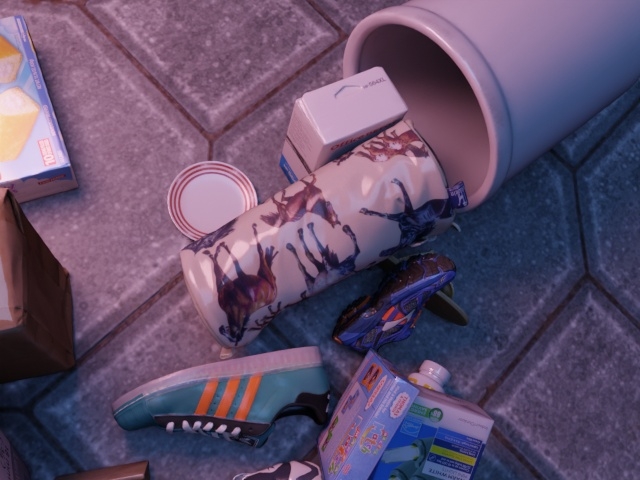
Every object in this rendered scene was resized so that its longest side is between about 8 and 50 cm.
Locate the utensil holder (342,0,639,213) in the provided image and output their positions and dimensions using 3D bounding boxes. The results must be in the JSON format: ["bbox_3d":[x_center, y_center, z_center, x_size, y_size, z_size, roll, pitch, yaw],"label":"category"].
[{"bbox_3d":[0.286,-0.275,1.010,0.386,0.327,0.327,-32,82,-21],"label":"utensil holder"}]

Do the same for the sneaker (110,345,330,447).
[{"bbox_3d":[-0.128,0.234,0.873,0.302,0.108,0.121,-10,71,-16],"label":"sneaker"}]

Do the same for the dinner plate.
[{"bbox_3d":[-0.171,-0.060,1.004,0.141,0.017,0.141,3,73,-11],"label":"dinner plate"}]

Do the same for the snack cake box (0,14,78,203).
[{"bbox_3d":[-0.478,-0.189,0.939,0.152,0.089,0.264,-18,77,-18],"label":"snack cake box"}]

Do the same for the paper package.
[{"bbox_3d":[-0.485,0.083,0.734,0.325,0.309,0.168,-9,72,-14],"label":"paper package"}]

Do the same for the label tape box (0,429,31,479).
[{"bbox_3d":[-0.469,0.321,0.713,0.241,0.333,0.106,-20,43,-17],"label":"label tape box"}]

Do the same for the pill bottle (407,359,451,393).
[{"bbox_3d":[0.149,0.242,0.953,0.065,0.065,0.116,36,70,0],"label":"pill bottle"}]

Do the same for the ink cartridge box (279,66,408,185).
[{"bbox_3d":[0.029,-0.159,0.978,0.148,0.203,0.085,-26,78,-18],"label":"ink cartridge box"}]

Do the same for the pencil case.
[{"bbox_3d":[0.000,0.000,0.902,0.410,0.160,0.183,-30,93,-4],"label":"pencil case"}]

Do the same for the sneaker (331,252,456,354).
[{"bbox_3d":[0.119,0.099,0.943,0.087,0.221,0.083,41,31,-15],"label":"sneaker"}]

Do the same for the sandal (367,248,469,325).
[{"bbox_3d":[0.150,0.038,1.007,0.240,0.088,0.079,32,71,5],"label":"sandal"}]

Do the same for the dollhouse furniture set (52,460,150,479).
[{"bbox_3d":[-0.278,0.383,0.790,0.123,0.144,0.151,-6,89,-9],"label":"dollhouse furniture set"}]

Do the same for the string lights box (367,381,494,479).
[{"bbox_3d":[0.124,0.337,0.868,0.133,0.077,0.259,19,91,-6],"label":"string lights box"}]

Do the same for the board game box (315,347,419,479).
[{"bbox_3d":[0.054,0.235,0.836,0.039,0.211,0.160,32,88,-2],"label":"board game box"}]

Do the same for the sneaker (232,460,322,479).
[{"bbox_3d":[-0.075,0.417,0.835,0.153,0.094,0.234,3,72,-10],"label":"sneaker"}]
